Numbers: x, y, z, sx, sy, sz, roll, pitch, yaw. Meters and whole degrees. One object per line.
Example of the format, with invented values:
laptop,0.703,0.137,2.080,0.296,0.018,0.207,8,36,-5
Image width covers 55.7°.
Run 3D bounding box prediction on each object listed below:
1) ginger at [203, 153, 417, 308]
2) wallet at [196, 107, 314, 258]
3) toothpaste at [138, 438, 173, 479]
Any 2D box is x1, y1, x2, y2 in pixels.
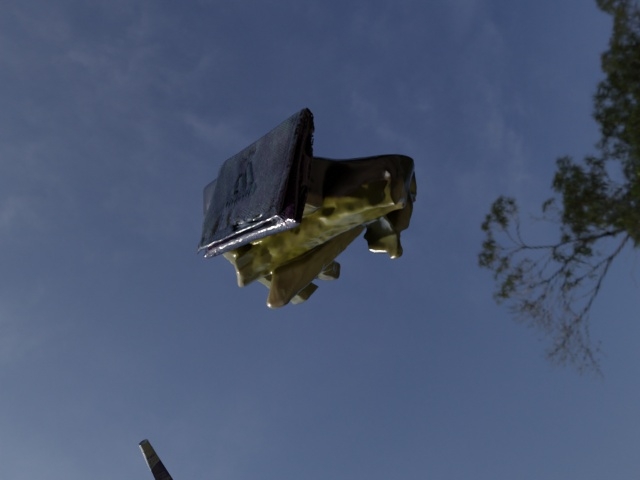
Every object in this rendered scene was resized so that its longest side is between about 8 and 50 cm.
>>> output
ginger,0.000,0.000,0.942,0.358,0.413,0.211,-7,-92,-16
wallet,-0.062,-0.048,0.572,0.030,0.166,0.111,26,-116,-30
toothpaste,-0.232,0.320,0.860,0.024,0.015,0.083,-25,-77,-14
